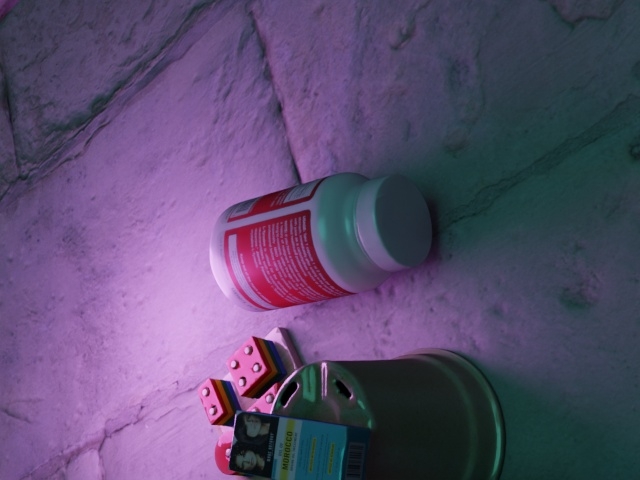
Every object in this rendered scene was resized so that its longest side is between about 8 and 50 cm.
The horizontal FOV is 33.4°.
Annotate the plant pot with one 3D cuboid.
[{"bbox_3d":[0.091,0.330,1.806,0.333,0.305,0.334,-13,70,39],"label":"plant pot"}]

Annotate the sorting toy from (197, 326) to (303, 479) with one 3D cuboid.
[{"bbox_3d":[-0.136,0.347,2.161,0.257,0.089,0.255,-45,52,24],"label":"sorting toy"}]

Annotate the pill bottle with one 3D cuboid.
[{"bbox_3d":[0.000,0.000,2.036,0.407,0.229,0.229,-13,70,40],"label":"pill bottle"}]

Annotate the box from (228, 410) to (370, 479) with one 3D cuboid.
[{"bbox_3d":[-0.036,0.328,1.670,0.244,0.060,0.101,-1,78,43],"label":"box"}]
